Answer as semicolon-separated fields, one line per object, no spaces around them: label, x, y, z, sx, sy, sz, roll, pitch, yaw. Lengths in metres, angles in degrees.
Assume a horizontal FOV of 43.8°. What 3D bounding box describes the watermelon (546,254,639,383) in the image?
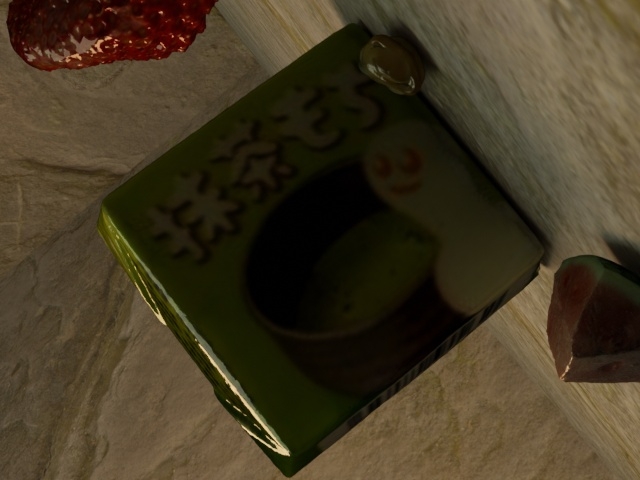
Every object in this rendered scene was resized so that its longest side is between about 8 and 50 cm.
watermelon;0.171;0.055;0.463;0.092;0.072;0.084;46;-160;-1

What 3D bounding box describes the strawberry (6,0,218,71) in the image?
strawberry;-0.315;-0.379;1.192;0.267;0.351;0.312;59;-176;-31

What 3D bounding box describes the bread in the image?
bread;0.051;-0.125;0.566;0.049;0.033;0.088;36;-172;-5

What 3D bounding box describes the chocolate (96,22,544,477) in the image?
chocolate;0.000;0.000;0.679;0.289;0.301;0.137;51;169;7
